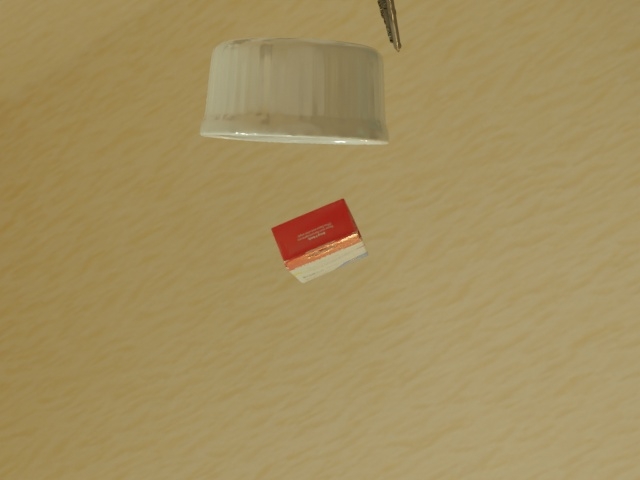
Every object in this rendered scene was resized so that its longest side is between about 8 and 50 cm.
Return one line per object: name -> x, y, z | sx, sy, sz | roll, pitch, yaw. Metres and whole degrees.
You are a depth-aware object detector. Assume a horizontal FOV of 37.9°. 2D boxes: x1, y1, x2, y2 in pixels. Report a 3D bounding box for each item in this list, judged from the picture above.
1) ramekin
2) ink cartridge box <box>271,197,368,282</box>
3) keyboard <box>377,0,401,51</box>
ramekin -> -0.035, -0.212, 1.352 | 0.277, 0.277, 0.135 | -15, -73, -77
ink cartridge box -> 0.000, 0.000, 1.571 | 0.231, 0.134, 0.078 | 59, -172, -78
keyboard -> 0.098, -0.465, 1.578 | 0.317, 0.033, 0.202 | 58, -158, -75
